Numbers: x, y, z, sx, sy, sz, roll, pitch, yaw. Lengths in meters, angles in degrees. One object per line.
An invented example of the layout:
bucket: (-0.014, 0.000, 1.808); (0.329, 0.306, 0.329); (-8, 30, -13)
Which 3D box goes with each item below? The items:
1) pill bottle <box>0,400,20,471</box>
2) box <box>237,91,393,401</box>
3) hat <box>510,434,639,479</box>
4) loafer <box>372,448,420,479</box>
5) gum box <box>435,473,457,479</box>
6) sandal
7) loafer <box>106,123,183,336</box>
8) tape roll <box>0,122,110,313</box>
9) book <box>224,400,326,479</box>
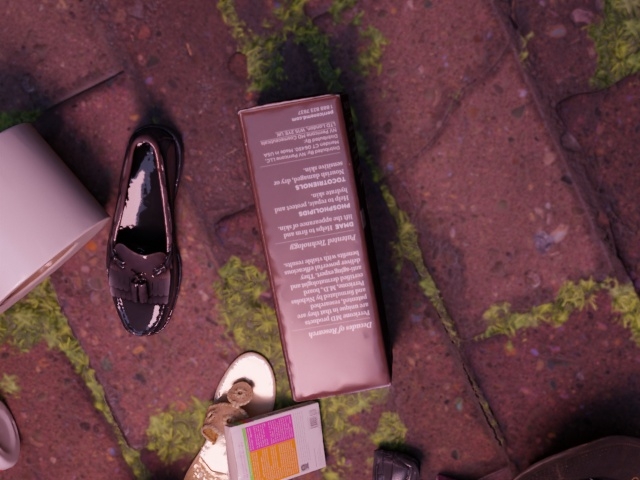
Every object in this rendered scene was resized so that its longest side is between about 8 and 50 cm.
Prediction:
pill bottle: (-0.542, 0.304, 1.598); (0.193, 0.108, 0.108); (-20, 96, 6)
box: (0.000, 0.000, 1.476); (0.143, 0.191, 0.381); (-8, 98, 5)
hat: (0.352, 0.377, 1.529); (0.331, 0.134, 0.331); (-6, 112, -15)
loafer: (0.081, 0.405, 1.591); (0.078, 0.076, 0.223); (15, 94, 7)
gum box: (0.192, 0.434, 1.590); (0.107, 0.062, 0.188); (18, 99, 1)
sandal: (-0.132, 0.278, 1.581); (0.088, 0.079, 0.240); (25, 99, 0)
loafer: (-0.249, -0.009, 1.539); (0.109, 0.095, 0.302); (6, 99, 3)
tape roll: (-0.425, -0.017, 1.476); (0.246, 0.246, 0.169); (-39, 94, 8)
book: (-0.062, 0.289, 1.564); (0.144, 0.035, 0.096); (-10, 98, -31)
